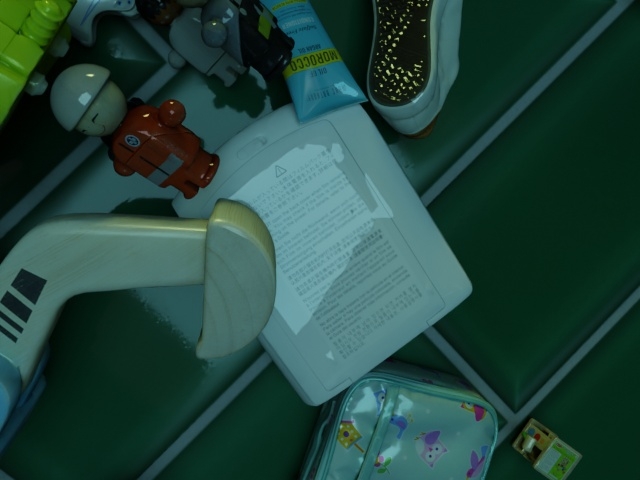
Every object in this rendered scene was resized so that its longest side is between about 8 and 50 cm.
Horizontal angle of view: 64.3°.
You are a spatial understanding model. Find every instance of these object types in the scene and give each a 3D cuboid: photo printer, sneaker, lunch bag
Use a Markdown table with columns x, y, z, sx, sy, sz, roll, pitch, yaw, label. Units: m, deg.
| x | y | z | sx | sy | sz | roll | pitch | yaw | label |
| --- | --- | --- | --- | --- | --- | --- | --- | --- | --- |
| 0.000 | 0.000 | 0.598 | 0.256 | 0.107 | 0.308 | -36 | 101 | -5 | photo printer |
| -0.214 | -0.290 | 0.550 | 0.191 | 0.071 | 0.083 | -46 | 110 | 5 | sneaker |
| 0.117 | -0.259 | 0.609 | 0.105 | 0.123 | 0.290 | 8 | 77 | 26 | sneaker |
| 0.084 | 0.298 | 0.649 | 0.223 | 0.108 | 0.279 | 17 | 93 | -12 | lunch bag |

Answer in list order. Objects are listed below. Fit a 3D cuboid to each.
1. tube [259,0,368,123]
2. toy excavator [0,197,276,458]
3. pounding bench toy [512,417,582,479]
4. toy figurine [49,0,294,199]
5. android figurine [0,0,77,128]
| x | y | z | sx | sy | sz | roll | pitch | yaw | label |
| --- | --- | --- | --- | --- | --- | --- | --- | --- | --- |
| -0.027 | -0.226 | 0.556 | 0.080 | 0.052 | 0.207 | -22 | 78 | -10 | tube |
| -0.313 | 0.090 | 0.446 | 0.432 | 0.222 | 0.445 | 29 | 104 | -14 | toy excavator |
| 0.301 | 0.284 | 0.710 | 0.083 | 0.065 | 0.052 | 36 | 90 | -12 | pounding bench toy |
| -0.152 | -0.164 | 0.495 | 0.148 | 0.213 | 0.210 | 35 | 89 | -29 | toy figurine |
| -0.291 | -0.128 | 0.456 | 0.056 | 0.248 | 0.272 | 32 | 126 | -33 | android figurine |
